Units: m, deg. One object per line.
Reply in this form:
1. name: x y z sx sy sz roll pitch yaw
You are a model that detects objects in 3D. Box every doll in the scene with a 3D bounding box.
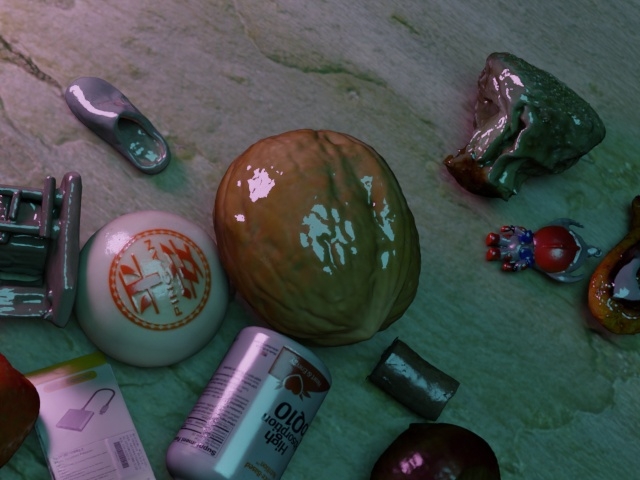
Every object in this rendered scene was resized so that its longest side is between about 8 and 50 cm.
1. doll: 0.370 0.017 1.761 0.194 0.062 0.104 2 54 -6

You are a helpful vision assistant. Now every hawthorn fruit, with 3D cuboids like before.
1. hawthorn fruit: -0.465 0.229 1.413 0.189 0.189 0.189 4 71 -13

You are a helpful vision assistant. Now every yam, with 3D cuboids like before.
1. yam: 0.143 0.213 1.625 0.127 0.084 0.084 35 67 1

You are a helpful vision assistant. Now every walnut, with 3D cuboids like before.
1. walnut: 0.000 0.000 1.543 0.332 0.333 0.333 4 71 -13

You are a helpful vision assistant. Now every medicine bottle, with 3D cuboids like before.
1. medicine bottle: -0.113 0.276 1.493 0.157 0.157 0.289 32 68 -3

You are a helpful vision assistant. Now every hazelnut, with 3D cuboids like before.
1. hazelnut: 0.176 0.353 1.560 0.201 0.160 0.170 11 80 -51

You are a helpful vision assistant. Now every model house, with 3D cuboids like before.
1. model house: -0.436 0.013 1.513 0.188 0.122 0.229 4 74 -11

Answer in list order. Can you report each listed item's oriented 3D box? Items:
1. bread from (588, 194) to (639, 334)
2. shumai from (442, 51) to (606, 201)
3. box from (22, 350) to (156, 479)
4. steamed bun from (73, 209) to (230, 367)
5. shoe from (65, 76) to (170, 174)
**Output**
1. bread: 0.531 0.052 1.781 0.139 0.095 0.269 38 53 -3
2. shumai: 0.329 -0.174 1.779 0.260 0.222 0.225 3 39 -45
3. box: -0.319 0.268 1.466 0.129 0.033 0.247 -16 51 -18
4. steamed bun: -0.240 0.062 1.535 0.231 0.145 0.232 4 71 -13
5. shoe: -0.305 -0.185 1.636 0.195 0.078 0.079 45 68 -2
